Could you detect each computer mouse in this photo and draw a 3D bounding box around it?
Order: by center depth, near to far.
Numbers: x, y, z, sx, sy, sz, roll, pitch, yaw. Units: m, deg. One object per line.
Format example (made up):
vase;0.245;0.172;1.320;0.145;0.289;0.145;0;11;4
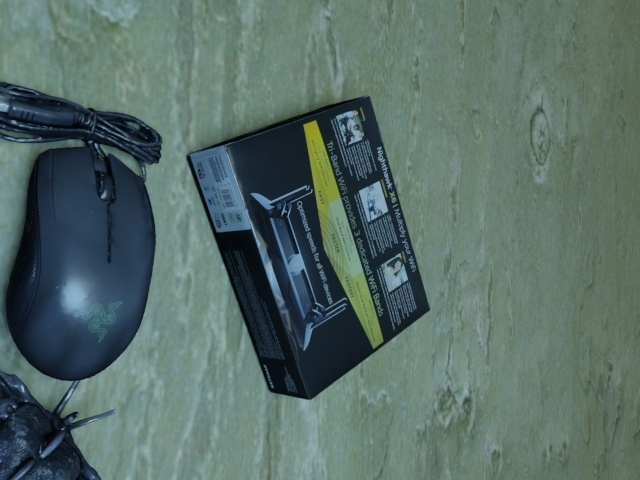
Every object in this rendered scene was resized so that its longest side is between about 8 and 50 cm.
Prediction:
computer mouse;-0.214;-0.013;0.601;0.189;0.072;0.272;11;69;-44

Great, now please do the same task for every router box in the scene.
router box;0.000;0.000;0.820;0.243;0.081;0.308;-27;106;-40

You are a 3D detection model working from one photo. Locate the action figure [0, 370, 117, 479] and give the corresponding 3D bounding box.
action figure;-0.284;0.212;0.519;0.164;0.141;0.275;60;26;-11
